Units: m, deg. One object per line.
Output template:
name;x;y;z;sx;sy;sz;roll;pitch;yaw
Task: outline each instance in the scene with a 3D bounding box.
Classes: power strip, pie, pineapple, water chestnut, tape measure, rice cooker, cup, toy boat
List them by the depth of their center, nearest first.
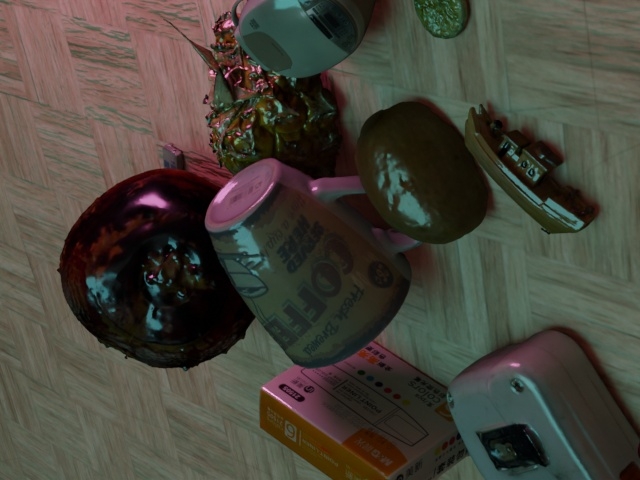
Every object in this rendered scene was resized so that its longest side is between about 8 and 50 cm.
toy boat;0.256;-0.090;1.630;0.206;0.064;0.072;47;130;15
pie;0.148;-0.291;1.641;0.084;0.021;0.084;29;139;30
rice cooker;-0.020;-0.297;1.733;0.206;0.127;0.145;-9;132;50
tape measure;0.306;0.265;1.783;0.258;0.130;0.265;56;146;-2
cup;0.000;0.000;1.840;0.301;0.227;0.257;-32;121;17
pineapple;-0.072;-0.184;1.873;0.161;0.158;0.334;6;120;48
water chestnut;-0.249;0.039;2.195;0.302;0.351;0.350;-93;-15;-71
power strip;-0.252;-0.123;2.265;0.040;0.016;0.090;31;137;34

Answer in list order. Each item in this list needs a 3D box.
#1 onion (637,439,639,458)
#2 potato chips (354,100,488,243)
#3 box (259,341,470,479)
onion;0.494;0.260;1.577;0.098;0.151;0.206;40;172;-37
potato chips;0.127;-0.087;1.737;0.150;0.049;0.201;-29;83;12
box;0.074;0.270;1.992;0.274;0.221;0.091;30;133;32
